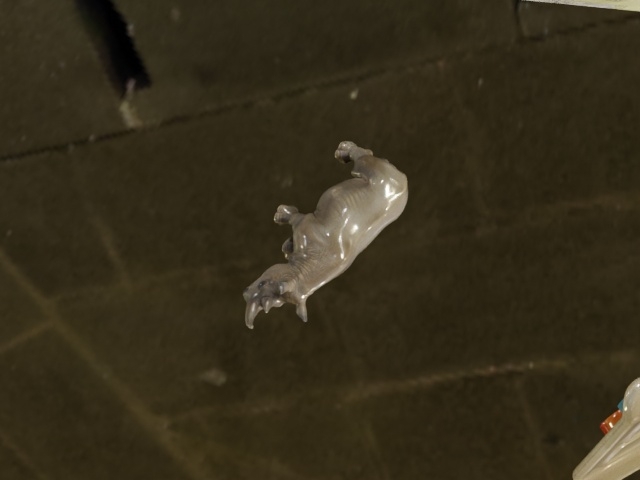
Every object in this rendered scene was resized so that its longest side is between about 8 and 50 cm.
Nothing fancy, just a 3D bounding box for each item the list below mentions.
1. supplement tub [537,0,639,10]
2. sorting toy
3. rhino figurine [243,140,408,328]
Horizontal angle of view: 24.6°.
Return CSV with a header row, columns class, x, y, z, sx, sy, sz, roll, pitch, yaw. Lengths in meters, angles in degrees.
class,x,y,z,sx,sy,sz,roll,pitch,yaw
supplement tub,0.241,-0.368,1.537,0.324,0.235,0.235,5,127,-8
sorting toy,0.355,0.098,1.232,0.307,0.041,0.229,-27,157,-13
rhino figurine,0.000,0.000,1.528,0.106,0.243,0.073,19,150,45
